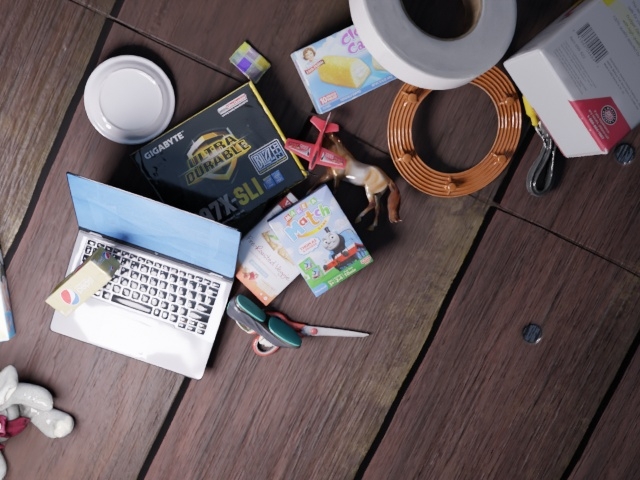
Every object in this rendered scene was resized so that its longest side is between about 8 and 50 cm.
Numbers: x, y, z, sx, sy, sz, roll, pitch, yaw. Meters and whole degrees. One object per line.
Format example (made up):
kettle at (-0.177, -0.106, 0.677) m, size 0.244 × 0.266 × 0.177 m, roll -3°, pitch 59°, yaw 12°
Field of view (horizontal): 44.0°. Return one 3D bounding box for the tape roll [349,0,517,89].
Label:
tape roll at (0.250, -0.529, 1.747) m, size 0.392 × 0.072 × 0.392 m, roll 3°, pitch 80°, yaw -18°

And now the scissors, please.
scissors at (-0.034, 0.211, 1.928) m, size 0.297 × 0.021 × 0.109 m, roll -9°, pitch 97°, yaw -2°

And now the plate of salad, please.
plate of salad at (-0.432, -0.319, 1.796) m, size 0.200 × 0.048 × 0.200 m, roll -3°, pitch 103°, yaw -15°

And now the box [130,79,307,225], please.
box at (-0.230, -0.174, 1.823) m, size 0.322 × 0.079 × 0.257 m, roll -31°, pitch 102°, yaw 0°

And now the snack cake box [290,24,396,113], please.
snack cake box at (0.083, -0.413, 1.808) m, size 0.264 × 0.089 × 0.152 m, roll -26°, pitch 101°, yaw -1°

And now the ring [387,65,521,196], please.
ring at (0.320, -0.261, 1.850) m, size 0.336 × 0.032 × 0.337 m, roll -4°, pitch 108°, yaw -11°

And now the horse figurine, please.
horse figurine at (0.083, -0.132, 1.859) m, size 0.263 × 0.066 × 0.174 m, roll 24°, pitch 88°, yaw -1°

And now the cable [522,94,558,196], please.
cable at (0.548, -0.254, 1.909) m, size 0.139 × 0.072 × 0.287 m, roll -11°, pitch 113°, yaw -21°

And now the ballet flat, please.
ballet flat at (-0.139, 0.205, 1.882) m, size 0.203 × 0.074 × 0.074 m, roll 37°, pitch 94°, yaw -15°

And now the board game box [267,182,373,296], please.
board game box at (0.000, 0.000, 1.823) m, size 0.160 × 0.039 × 0.211 m, roll -33°, pitch 103°, yaw 0°

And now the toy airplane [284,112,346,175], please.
toy airplane at (-0.006, -0.221, 1.809) m, size 0.151 × 0.028 × 0.151 m, roll 0°, pitch 92°, yaw -10°

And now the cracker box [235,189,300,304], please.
cracker box at (-0.101, 0.016, 1.869) m, size 0.232 × 0.067 × 0.156 m, roll -45°, pitch 101°, yaw 2°

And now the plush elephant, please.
plush elephant at (-0.755, 0.407, 1.772) m, size 0.272 × 0.255 × 0.330 m, roll -28°, pitch 100°, yaw -1°

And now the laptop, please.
laptop at (-0.401, 0.095, 1.749) m, size 0.382 × 0.236 × 0.408 m, roll 19°, pitch 97°, yaw -1°

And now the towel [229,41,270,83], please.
towel at (-0.162, -0.410, 1.825) m, size 0.083 × 0.009 × 0.060 m, roll 42°, pitch 94°, yaw -10°

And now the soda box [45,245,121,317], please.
soda box at (-0.517, 0.091, 1.724) m, size 0.181 × 0.058 × 0.061 m, roll -36°, pitch 110°, yaw 30°

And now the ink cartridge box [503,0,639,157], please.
ink cartridge box at (0.656, -0.413, 1.788) m, size 0.384 × 0.160 × 0.279 m, roll -40°, pitch 101°, yaw -12°

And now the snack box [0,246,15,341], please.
snack box at (-0.825, 0.081, 1.814) m, size 0.187 × 0.060 × 0.322 m, roll -6°, pitch 99°, yaw -4°
